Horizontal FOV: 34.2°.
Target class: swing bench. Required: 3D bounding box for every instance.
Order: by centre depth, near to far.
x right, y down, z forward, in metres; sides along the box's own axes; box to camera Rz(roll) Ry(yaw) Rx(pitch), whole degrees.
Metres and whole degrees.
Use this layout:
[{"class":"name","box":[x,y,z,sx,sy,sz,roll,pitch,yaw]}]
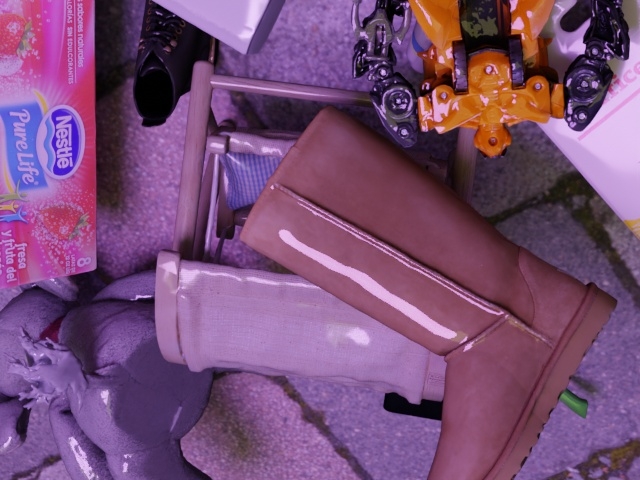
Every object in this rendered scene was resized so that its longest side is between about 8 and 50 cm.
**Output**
[{"class":"swing bench","box":[0.000,0.000,0.925,0.253,0.254,0.165,7,166,4]}]

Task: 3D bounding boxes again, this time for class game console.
[{"class":"game console","box":[0.136,0.152,1.154,0.122,0.071,0.107,8,92,4]}]

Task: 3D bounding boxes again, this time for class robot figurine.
[{"class":"robot figurine","box":[0.123,-0.207,0.791,0.211,0.085,0.291,-4,109,8]}]

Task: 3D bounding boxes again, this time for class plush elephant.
[{"class":"plush elephant","box":[-0.235,0.133,1.088,0.330,0.255,0.271,27,83,-44]}]

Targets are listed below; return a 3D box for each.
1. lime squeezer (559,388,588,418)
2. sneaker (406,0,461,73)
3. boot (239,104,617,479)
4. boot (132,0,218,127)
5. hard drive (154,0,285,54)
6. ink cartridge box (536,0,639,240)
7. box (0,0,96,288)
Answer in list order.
[{"class":"lime squeezer","box":[0.133,0.108,1.100,0.311,0.059,0.110,8,124,4]},{"class":"sneaker","box":[0.110,-0.265,0.873,0.126,0.091,0.240,32,112,4]},{"class":"boot","box":[0.054,0.059,0.793,0.270,0.236,0.089,33,161,8]},{"class":"boot","box":[-0.129,-0.209,0.911,0.077,0.137,0.197,1,120,9]},{"class":"hard drive","box":[-0.140,-0.314,0.840,0.308,0.040,0.203,32,110,10]},{"class":"ink cartridge box","box":[0.329,-0.102,0.875,0.207,0.119,0.353,-41,90,28]},{"class":"box","box":[-0.295,-0.119,0.947,0.142,0.154,0.299,-12,125,-28]}]
